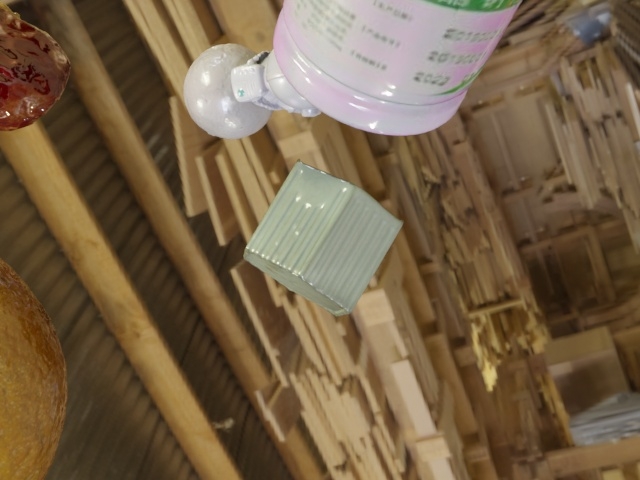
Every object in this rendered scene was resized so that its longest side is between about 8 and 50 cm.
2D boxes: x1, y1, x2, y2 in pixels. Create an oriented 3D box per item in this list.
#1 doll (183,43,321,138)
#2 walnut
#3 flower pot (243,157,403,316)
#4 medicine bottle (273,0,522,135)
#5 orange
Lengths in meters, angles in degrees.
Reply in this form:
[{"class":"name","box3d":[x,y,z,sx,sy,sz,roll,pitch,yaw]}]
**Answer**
[{"class":"doll","box3d":[-0.080,-0.228,1.113,0.151,0.287,0.150,2,-93,-42]},{"class":"walnut","box3d":[-0.590,-0.329,1.361,0.269,0.222,0.243,32,-122,-38]},{"class":"flower pot","box3d":[0.000,0.000,1.343,0.189,0.239,0.209,-60,-26,-11]},{"class":"medicine bottle","box3d":[0.095,-0.275,0.692,0.325,0.212,0.212,117,157,-47]},{"class":"orange","box3d":[-0.442,0.148,0.814,0.322,0.322,0.356,-64,-40,-66]}]
